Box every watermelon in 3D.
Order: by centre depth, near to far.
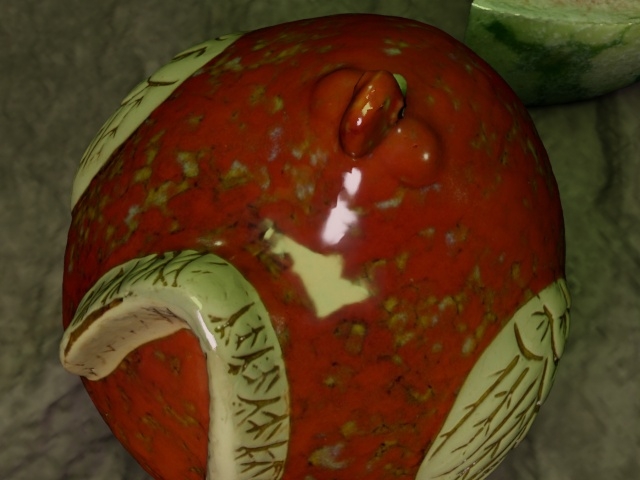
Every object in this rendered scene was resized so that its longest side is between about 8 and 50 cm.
[{"bbox_3d":[0.100,-0.134,0.872,0.121,0.098,0.158,-26,75,-25],"label":"watermelon"}]

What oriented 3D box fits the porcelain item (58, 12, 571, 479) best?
[{"bbox_3d":[0.000,0.000,0.747,0.253,0.253,0.253,0,69,0],"label":"porcelain item"}]
